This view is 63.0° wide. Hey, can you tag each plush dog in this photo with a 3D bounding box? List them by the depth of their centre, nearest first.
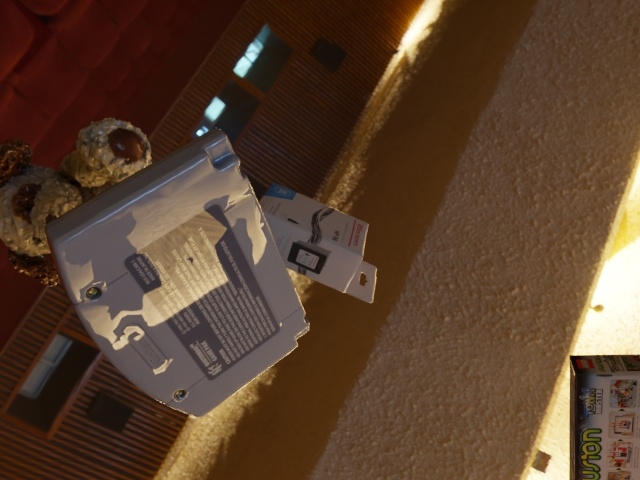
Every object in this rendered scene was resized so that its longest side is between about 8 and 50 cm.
[{"bbox_3d":[-0.376,-0.056,0.795,0.225,0.263,0.210,-11,-157,-24],"label":"plush dog"}]

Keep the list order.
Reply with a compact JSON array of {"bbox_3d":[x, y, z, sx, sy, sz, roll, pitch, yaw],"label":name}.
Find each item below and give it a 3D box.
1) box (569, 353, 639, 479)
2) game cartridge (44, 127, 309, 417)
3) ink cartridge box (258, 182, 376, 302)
[{"bbox_3d":[0.342,0.222,0.585,0.114,0.207,0.036,-4,-156,16],"label":"box"},{"bbox_3d":[-0.130,0.056,0.535,0.198,0.297,0.062,-31,-136,-14],"label":"game cartridge"},{"bbox_3d":[0.000,0.000,0.673,0.104,0.180,0.060,-71,-176,-64],"label":"ink cartridge box"}]
